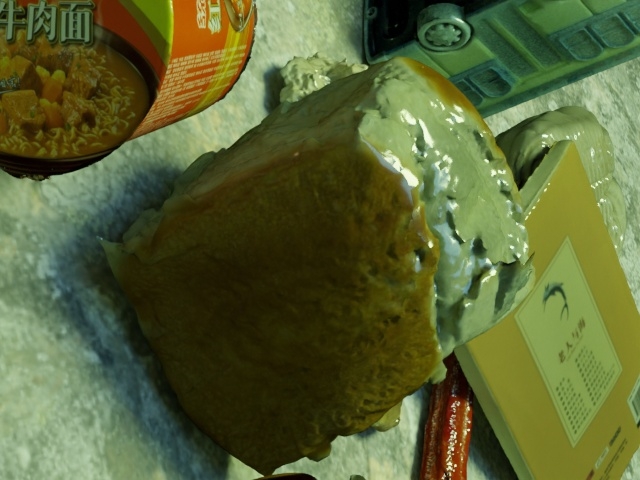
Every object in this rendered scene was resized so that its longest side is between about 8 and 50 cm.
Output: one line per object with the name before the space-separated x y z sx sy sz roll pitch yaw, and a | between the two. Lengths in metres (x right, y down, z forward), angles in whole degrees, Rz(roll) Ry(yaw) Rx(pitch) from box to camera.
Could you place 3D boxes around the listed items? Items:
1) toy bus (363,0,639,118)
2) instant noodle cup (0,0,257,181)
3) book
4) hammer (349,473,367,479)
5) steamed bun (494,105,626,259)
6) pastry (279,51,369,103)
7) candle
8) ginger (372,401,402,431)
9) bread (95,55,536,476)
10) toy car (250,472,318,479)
toy bus | 0.216 -0.261 1.313 0.190 0.312 0.152 33 48 -42
instant noodle cup | -0.154 -0.158 0.860 0.174 0.213 0.213 -22 92 -65
book | 0.264 0.122 1.303 0.269 0.032 0.389 -50 128 -31
hammer | -0.035 0.261 0.953 0.297 0.027 0.125 -33 100 -56
steamed bun | 0.246 -0.043 1.393 0.218 0.144 0.211 -27 111 -48
pastry | 0.050 -0.073 1.194 0.258 0.089 0.121 65 26 -13
candle | 0.123 0.208 1.179 0.051 0.048 0.329 38 44 -27
ginger | 0.054 0.091 1.131 0.096 0.067 0.165 -25 112 -63
bread | 0.017 0.015 0.947 0.250 0.279 0.225 60 21 -15
toy car | -0.050 0.257 0.777 0.142 0.248 0.200 75 8 -76
